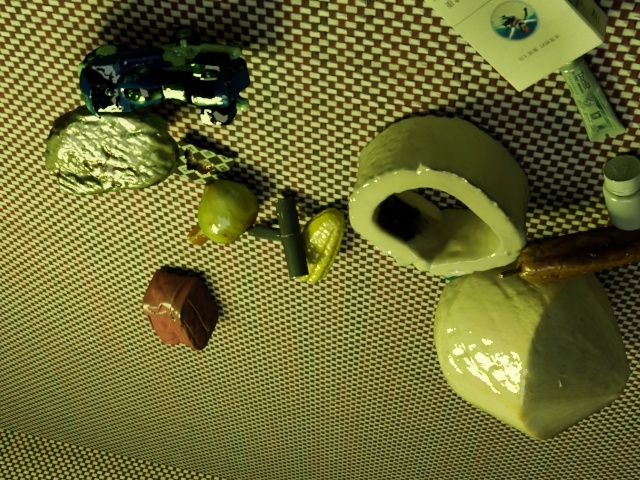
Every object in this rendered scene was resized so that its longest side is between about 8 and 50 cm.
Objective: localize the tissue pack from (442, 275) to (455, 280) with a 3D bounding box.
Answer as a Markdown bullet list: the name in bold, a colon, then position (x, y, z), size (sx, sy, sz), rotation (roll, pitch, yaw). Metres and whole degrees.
- **tissue pack**: position (0.263, 0.042, 1.855), size (0.138, 0.028, 0.085), rotation (36, 140, -20)

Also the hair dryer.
- **hair dryer**: position (-0.103, 0.004, 1.862), size (0.050, 0.173, 0.194), rotation (-9, 177, -35)

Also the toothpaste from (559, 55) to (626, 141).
- **toothpaste**: position (0.442, -0.240, 1.402), size (0.064, 0.041, 0.218), rotation (-16, 137, 29)

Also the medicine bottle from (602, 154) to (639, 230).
- **medicine bottle**: position (0.552, -0.086, 1.525), size (0.080, 0.080, 0.130), rotation (-4, 140, 25)

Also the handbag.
- **handbag**: position (-0.355, 0.181, 2.174), size (0.135, 0.146, 0.225), rotation (9, 145, 19)

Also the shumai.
- **shumai**: position (-0.389, -0.202, 1.634), size (0.255, 0.218, 0.189), rotation (-3, 120, 8)

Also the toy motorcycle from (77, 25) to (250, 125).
- **toy motorcycle**: position (-0.287, -0.283, 1.476), size (0.331, 0.196, 0.125), rotation (8, 134, 16)

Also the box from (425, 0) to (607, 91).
- **box**: position (0.284, -0.359, 1.269), size (0.256, 0.069, 0.164), rotation (37, 139, -24)

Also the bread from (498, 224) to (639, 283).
- **bread**: position (0.481, 0.022, 1.576), size (0.343, 0.084, 0.124), rotation (-11, 164, -18)

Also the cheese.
- **cheese**: position (0.229, -0.074, 1.607), size (0.332, 0.153, 0.292), rotation (35, 140, -22)

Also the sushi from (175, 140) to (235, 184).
- **sushi**: position (-0.251, -0.166, 1.772), size (0.126, 0.026, 0.120), rotation (19, 146, -17)

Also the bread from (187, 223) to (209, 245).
- **bread**: position (-0.275, -0.015, 1.972), size (0.047, 0.036, 0.083), rotation (27, 145, -20)

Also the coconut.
- **coconut**: position (0.445, 0.218, 1.753), size (0.415, 0.345, 0.415), rotation (29, 169, 6)

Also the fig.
- **fig**: position (-0.193, -0.060, 1.801), size (0.120, 0.136, 0.153), rotation (27, 134, 14)

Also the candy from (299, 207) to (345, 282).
- **candy**: position (0.000, 0.000, 1.842), size (0.106, 0.094, 0.199), rotation (38, 134, 6)
